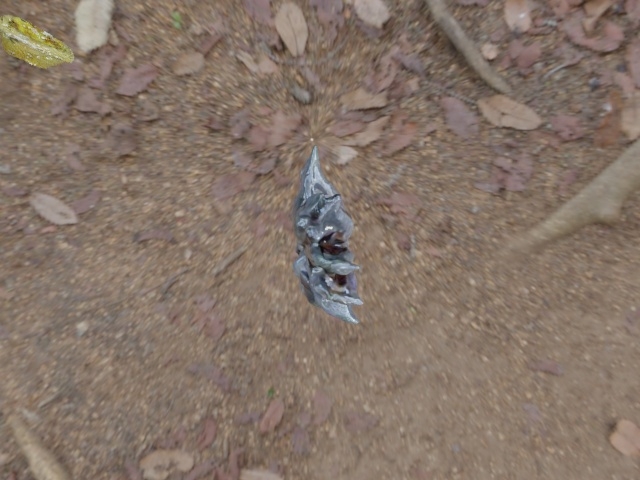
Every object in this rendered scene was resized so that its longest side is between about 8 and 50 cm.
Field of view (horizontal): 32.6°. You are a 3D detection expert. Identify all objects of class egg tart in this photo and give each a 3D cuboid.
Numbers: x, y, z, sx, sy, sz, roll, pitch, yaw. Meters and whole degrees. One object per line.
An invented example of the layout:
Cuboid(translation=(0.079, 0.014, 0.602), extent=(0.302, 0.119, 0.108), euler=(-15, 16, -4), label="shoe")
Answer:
Cuboid(translation=(-0.431, -0.289, 1.636), extent=(0.128, 0.129, 0.049), euler=(30, 102, -3), label="egg tart")

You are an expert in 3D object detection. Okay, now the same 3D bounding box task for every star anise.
Cuboid(translation=(0.000, 0.000, 1.166), extent=(0.061, 0.204, 0.181), euler=(-8, 75, -8), label="star anise")
